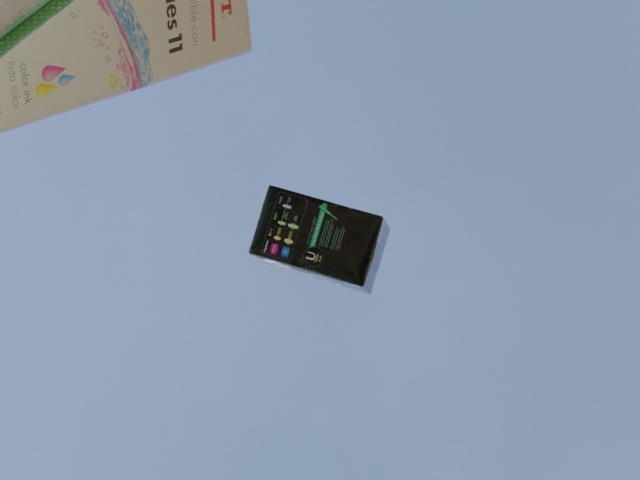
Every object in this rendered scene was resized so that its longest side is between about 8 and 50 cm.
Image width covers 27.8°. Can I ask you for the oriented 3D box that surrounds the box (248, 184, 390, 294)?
[{"bbox_3d":[0.000,0.000,0.896,0.062,0.083,0.052,44,-118,-79],"label":"box"}]

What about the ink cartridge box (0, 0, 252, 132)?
[{"bbox_3d":[-0.164,-0.209,0.882,0.353,0.119,0.207,-27,-58,-43],"label":"ink cartridge box"}]

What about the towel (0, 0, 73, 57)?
[{"bbox_3d":[-0.205,-0.249,0.645,0.248,0.038,0.325,-41,-102,-8],"label":"towel"}]
